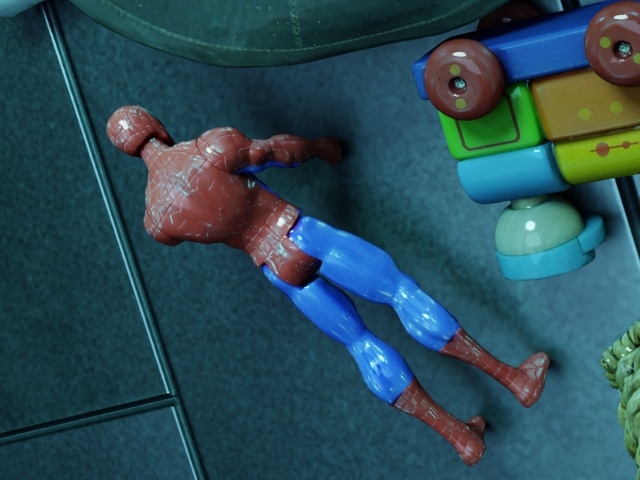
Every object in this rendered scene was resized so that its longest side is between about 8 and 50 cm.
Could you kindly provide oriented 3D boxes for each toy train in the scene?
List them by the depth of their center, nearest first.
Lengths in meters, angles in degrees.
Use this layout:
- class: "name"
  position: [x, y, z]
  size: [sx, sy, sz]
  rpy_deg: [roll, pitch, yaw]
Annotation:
- class: "toy train"
  position: [0.182, -0.063, 0.790]
  size: [0.248, 0.105, 0.143]
  rpy_deg: [-9, 107, 28]

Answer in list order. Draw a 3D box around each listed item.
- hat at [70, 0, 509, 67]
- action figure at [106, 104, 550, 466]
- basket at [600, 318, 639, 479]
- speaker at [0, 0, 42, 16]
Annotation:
- class: "hat"
  position: [-0.010, -0.252, 0.822]
  size: [0.331, 0.134, 0.331]
  rpy_deg: [2, 108, 8]
- class: "action figure"
  position: [0.000, 0.000, 0.909]
  size: [0.280, 0.139, 0.091]
  rpy_deg: [36, 114, -9]
- class: "basket"
  position: [0.316, 0.077, 0.752]
  size: [0.213, 0.223, 0.299]
  rpy_deg: [30, 118, -18]
- class: "speaker"
  position: [-0.153, -0.186, 0.954]
  size: [0.136, 0.055, 0.055]
  rpy_deg: [-19, 92, 30]
